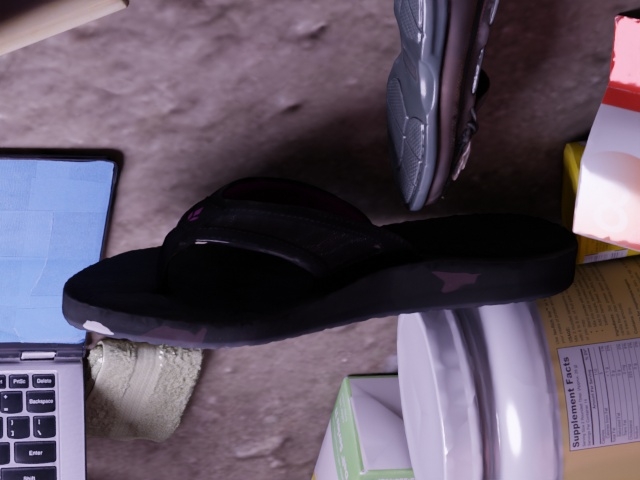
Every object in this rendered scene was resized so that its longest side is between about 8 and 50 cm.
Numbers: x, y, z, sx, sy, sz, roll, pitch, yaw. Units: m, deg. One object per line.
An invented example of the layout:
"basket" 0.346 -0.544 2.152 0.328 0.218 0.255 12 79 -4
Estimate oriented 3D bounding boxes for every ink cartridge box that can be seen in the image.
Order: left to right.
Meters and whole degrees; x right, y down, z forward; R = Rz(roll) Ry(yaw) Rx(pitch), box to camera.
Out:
"ink cartridge box" 0.095 0.282 1.909 0.207 0.119 0.353 0 140 -14
"ink cartridge box" 0.279 -0.072 1.460 0.145 0.045 0.179 17 121 26

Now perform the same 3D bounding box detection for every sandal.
"sandal" 0.000 -0.001 1.516 0.445 0.167 0.107 -8 110 -25

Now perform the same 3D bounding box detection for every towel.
"towel" -0.170 0.141 1.731 0.110 0.027 0.148 3 140 -20

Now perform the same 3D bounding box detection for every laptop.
"laptop" -0.366 0.147 1.526 0.382 0.408 0.236 0 174 -15

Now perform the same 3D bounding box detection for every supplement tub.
"supplement tub" 0.250 0.131 1.663 0.331 0.241 0.241 -7 142 -7

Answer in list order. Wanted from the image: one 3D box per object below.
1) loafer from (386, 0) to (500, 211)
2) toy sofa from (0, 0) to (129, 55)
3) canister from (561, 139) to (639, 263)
"loafer" 0.102 -0.124 1.425 0.084 0.096 0.267 -12 141 -11
"toy sofa" -0.254 -0.243 1.103 0.150 0.177 0.362 -20 141 10
"canister" 0.294 -0.043 1.593 0.170 0.073 0.126 -9 141 -2
